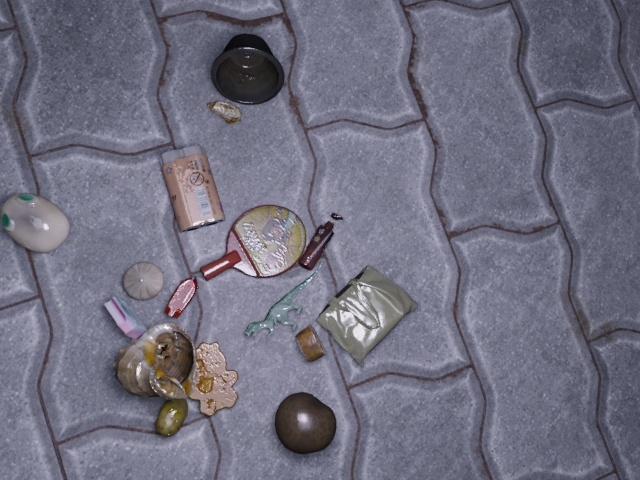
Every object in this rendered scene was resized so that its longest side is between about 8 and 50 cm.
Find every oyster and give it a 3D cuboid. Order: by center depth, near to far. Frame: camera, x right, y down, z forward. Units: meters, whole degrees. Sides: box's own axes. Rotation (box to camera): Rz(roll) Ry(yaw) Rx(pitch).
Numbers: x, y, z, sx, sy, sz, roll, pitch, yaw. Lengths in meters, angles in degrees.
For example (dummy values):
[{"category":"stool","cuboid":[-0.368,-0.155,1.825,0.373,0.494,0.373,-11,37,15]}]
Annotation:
[{"category":"oyster","cuboid":[-0.362,-0.494,1.988,0.132,0.029,0.086,46,71,3]}]

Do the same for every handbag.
[{"category":"handbag","cuboid":[0.169,0.264,1.917,0.253,0.109,0.316,44,83,3]}]

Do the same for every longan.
[{"category":"longan","cuboid":[-0.053,0.626,1.785,0.213,0.198,0.197,20,78,-8]}]

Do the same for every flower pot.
[{"category":"flower pot","cuboid":[-0.267,-0.655,1.942,0.269,0.269,0.166,3,58,-9]}]

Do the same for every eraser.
[{"category":"eraser","cuboid":[-0.465,-0.190,1.894,0.171,0.087,0.290,-17,85,-14]}]

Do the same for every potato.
[{"category":"potato","cuboid":[-0.505,0.597,1.768,0.092,0.070,0.137,24,78,-6]}]

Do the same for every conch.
[{"category":"conch","cuboid":[-0.519,0.414,1.735,0.324,0.186,0.263,27,76,20]}]

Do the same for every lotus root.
[{"category":"lotus root","cuboid":[-0.036,0.368,1.862,0.081,0.112,0.122,-27,87,-5]}]

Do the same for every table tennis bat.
[{"category":"table tennis bat","cuboid":[-0.244,0.027,1.917,0.415,0.051,0.268,-28,87,-15]}]

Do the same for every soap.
[{"category":"soap","cuboid":[-0.661,0.267,1.778,0.056,0.100,0.149,-42,65,-7]}]

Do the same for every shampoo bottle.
[{"category":"shampoo bottle","cuboid":[0.002,0.000,1.950,0.068,0.067,0.236,30,75,-1]}]

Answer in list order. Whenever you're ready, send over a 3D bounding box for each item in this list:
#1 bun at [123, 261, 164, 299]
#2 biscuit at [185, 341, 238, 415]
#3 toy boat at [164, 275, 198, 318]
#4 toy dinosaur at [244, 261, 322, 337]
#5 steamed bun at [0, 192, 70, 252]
[{"category":"bun","cuboid":[-0.618,0.140,1.812,0.139,0.094,0.138,1,82,-6]},{"category":"biscuit","cuboid":[-0.385,0.479,1.825,0.185,0.035,0.248,-22,85,-13]},{"category":"toy boat","cuboid":[-0.485,0.197,1.843,0.069,0.059,0.172,29,71,-5]},{"category":"toy dinosaur","cuboid":[-0.095,0.246,1.891,0.383,0.076,0.129,-37,69,-20]},{"category":"steamed bun","cuboid":[-0.972,-0.065,1.765,0.228,0.131,0.177,42,78,-3]}]
